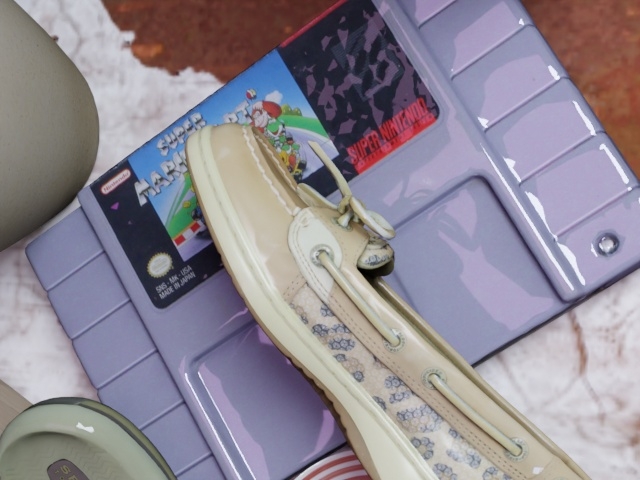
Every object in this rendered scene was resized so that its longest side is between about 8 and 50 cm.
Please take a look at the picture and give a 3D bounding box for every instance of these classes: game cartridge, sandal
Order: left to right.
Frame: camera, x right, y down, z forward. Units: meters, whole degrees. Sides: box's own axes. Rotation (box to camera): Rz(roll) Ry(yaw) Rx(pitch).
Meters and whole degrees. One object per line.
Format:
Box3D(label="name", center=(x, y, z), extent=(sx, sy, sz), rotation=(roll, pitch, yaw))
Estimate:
Box3D(label="sandal", center=(-0.092, 0.229, 0.707), extent=(0.120, 0.086, 0.302), rotation=(-36, 100, 20))
Box3D(label="game cartridge", center=(0.000, 0.000, 0.734), extent=(0.355, 0.068, 0.230), rotation=(-34, 80, 16))

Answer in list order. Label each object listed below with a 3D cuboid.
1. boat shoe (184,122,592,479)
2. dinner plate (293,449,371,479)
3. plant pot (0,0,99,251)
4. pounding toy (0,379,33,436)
Box3D(label="boat shoe", center=(0.033, 0.045, 0.643), extent=(0.089, 0.104, 0.285), rotation=(-36, 86, 11))
Box3D(label="dinner plate", center=(0.031, 0.193, 0.709), extent=(0.141, 0.017, 0.141), rotation=(1, 79, -7))
Box3D(label="plant pot", center=(-0.257, -0.072, 0.715), extent=(0.257, 0.274, 0.256), rotation=(0, 90, 21))
Box3D(label="pounding toy", center=(-0.238, 0.200, 0.792), extent=(0.206, 0.094, 0.181), rotation=(32, 98, 20))
